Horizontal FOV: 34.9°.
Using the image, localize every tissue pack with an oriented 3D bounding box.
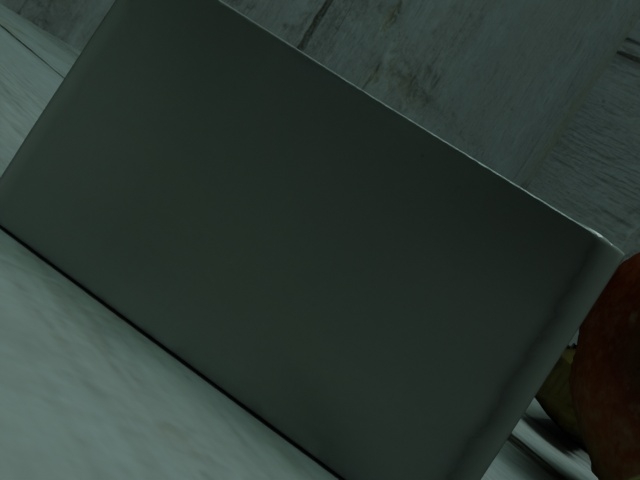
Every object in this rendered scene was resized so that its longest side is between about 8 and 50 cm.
[{"bbox_3d":[0.001,0.000,0.482,0.246,0.136,0.159,35,5,15],"label":"tissue pack"}]

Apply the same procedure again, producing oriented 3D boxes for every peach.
[{"bbox_3d":[0.275,0.109,0.648,0.232,0.232,0.256,34,1,9],"label":"peach"}]

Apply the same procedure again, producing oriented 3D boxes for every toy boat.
[{"bbox_3d":[0.288,0.168,0.992,0.121,0.089,0.321,37,4,25],"label":"toy boat"}]

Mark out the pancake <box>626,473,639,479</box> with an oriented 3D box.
[{"bbox_3d":[0.197,0.164,0.268,0.294,0.050,0.294,22,19,-8],"label":"pancake"}]
